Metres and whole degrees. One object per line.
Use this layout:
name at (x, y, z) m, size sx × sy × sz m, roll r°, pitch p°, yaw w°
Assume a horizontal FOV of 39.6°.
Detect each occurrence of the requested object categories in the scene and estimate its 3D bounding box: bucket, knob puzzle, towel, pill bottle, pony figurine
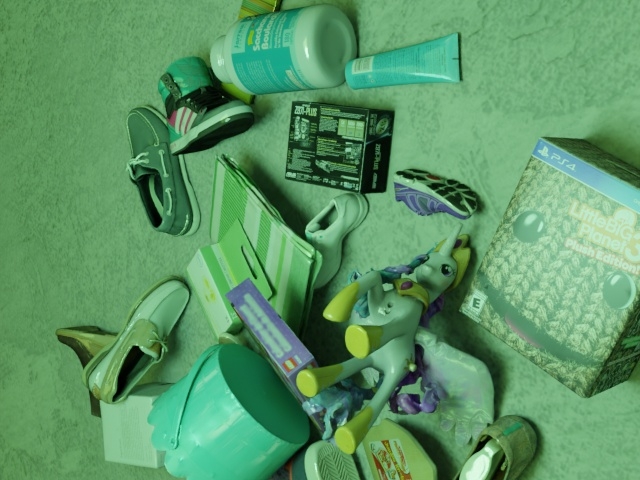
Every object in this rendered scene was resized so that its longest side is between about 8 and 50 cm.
bucket at (-0.166, 0.338, 1.666) m, size 0.183 × 0.281 × 0.281 m, roll -43°, pitch 65°, yaw 13°
knob puzzle at (0.150, 0.399, 1.544) m, size 0.213 × 0.030 × 0.213 m, roll 29°, pitch 125°, yaw 52°
towel at (-0.136, -0.396, 1.753) m, size 0.102 × 0.021 × 0.237 m, roll 35°, pitch 116°, yaw 39°
pill bottle at (-0.076, -0.341, 1.615) m, size 0.264 × 0.146 × 0.146 m, roll 2°, pitch 95°, yaw 38°
towel at (-0.115, 0.014, 1.699) m, size 0.325 × 0.038 × 0.248 m, roll 46°, pitch 142°, yaw 31°
pony figurine at (0.122, 0.174, 1.409) m, size 0.302 × 0.363 × 0.351 m, roll 24°, pitch 125°, yaw 29°

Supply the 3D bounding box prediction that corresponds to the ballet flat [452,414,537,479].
ballet flat at (0.240, 0.416, 1.439) m, size 0.107 × 0.106 × 0.316 m, roll 34°, pitch 115°, yaw 34°

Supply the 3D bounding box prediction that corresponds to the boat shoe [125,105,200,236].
boat shoe at (-0.359, -0.154, 1.911) m, size 0.116 × 0.099 × 0.319 m, roll -35°, pitch 71°, yaw 37°

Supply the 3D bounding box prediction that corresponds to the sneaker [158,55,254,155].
sneaker at (-0.231, -0.281, 1.754) m, size 0.295 × 0.123 × 0.178 m, roll -12°, pitch 91°, yaw 57°

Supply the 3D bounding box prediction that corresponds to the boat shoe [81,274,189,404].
boat shoe at (-0.372, 0.216, 1.889) m, size 0.103 × 0.113 × 0.302 m, roll 30°, pitch 81°, yaw 42°

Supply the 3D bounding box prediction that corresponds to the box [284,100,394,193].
box at (0.031, -0.168, 1.588) m, size 0.180 × 0.077 × 0.147 m, roll 13°, pitch 102°, yaw 39°

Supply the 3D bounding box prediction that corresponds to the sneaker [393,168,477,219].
sneaker at (0.191, -0.067, 1.483) m, size 0.170 × 0.068 × 0.071 m, roll 28°, pitch 127°, yaw 45°

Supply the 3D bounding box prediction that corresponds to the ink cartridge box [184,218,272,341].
ink cartridge box at (-0.186, 0.082, 1.757) m, size 0.171 × 0.056 × 0.235 m, roll 64°, pitch 151°, yaw 14°

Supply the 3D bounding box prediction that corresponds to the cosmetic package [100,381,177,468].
cosmetic package at (-0.359, 0.395, 1.923) m, size 0.183 × 0.151 × 0.151 m, roll -5°, pitch 89°, yaw 40°

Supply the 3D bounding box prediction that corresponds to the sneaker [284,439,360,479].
sneaker at (0.024, 0.547, 1.636) m, size 0.148 × 0.131 × 0.350 m, roll -30°, pitch 69°, yaw 47°

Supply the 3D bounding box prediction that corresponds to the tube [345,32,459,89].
tube at (0.140, -0.295, 1.507) m, size 0.207 × 0.052 × 0.080 m, roll -2°, pitch 97°, yaw 36°

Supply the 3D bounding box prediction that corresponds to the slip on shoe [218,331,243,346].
slip on shoe at (-0.178, 0.246, 1.788) m, size 0.051 × 0.041 × 0.135 m, roll 9°, pitch 129°, yaw 27°

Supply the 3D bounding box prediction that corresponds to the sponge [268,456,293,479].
sponge at (-0.106, 0.508, 1.795) m, size 0.117 × 0.031 × 0.210 m, roll 49°, pitch 122°, yaw 26°

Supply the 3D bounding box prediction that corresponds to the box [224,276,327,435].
box at (-0.056, 0.213, 1.574) m, size 0.057 × 0.293 × 0.201 m, roll -37°, pitch 57°, yaw -10°

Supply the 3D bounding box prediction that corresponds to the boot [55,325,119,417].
boot at (-0.547, 0.314, 2.118) m, size 0.248 × 0.090 × 0.207 m, roll 6°, pitch 95°, yaw 37°

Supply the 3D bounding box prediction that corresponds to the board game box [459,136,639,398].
board game box at (0.376, 0.032, 1.267) m, size 0.232 × 0.141 × 0.291 m, roll 35°, pitch 116°, yaw 33°

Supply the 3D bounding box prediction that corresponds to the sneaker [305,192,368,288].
sneaker at (0.000, 0.000, 1.619) m, size 0.080 × 0.094 × 0.212 m, roll 42°, pitch 119°, yaw 29°
